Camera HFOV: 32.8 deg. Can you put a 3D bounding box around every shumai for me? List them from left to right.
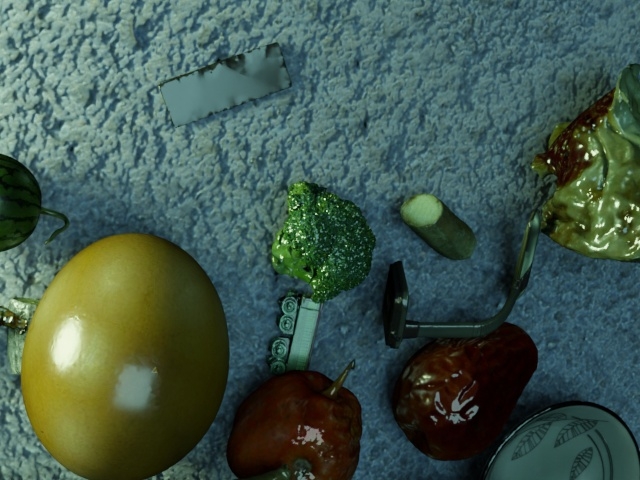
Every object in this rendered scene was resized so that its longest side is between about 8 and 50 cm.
[{"bbox_3d":[0.490,-0.123,1.694,0.292,0.330,0.288,8,105,-5],"label":"shumai"}]

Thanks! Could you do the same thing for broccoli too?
[{"bbox_3d":[0.000,0.000,1.641,0.156,0.195,0.195,-11,103,22],"label":"broccoli"}]

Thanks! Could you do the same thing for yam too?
[{"bbox_3d":[0.190,-0.021,1.742,0.146,0.070,0.069,37,85,-45],"label":"yam"}]

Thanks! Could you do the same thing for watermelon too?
[{"bbox_3d":[-0.442,-0.048,1.505,0.187,0.141,0.140,14,93,-27],"label":"watermelon"}]

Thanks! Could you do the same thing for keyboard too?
[{"bbox_3d":[-0.142,-0.236,1.641,0.197,0.015,0.074,-22,107,-14],"label":"keyboard"}]

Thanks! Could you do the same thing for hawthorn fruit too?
[{"bbox_3d":[-0.017,0.274,1.632,0.208,0.207,0.243,26,109,-19],"label":"hawthorn fruit"}]

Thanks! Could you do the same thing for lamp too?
[{"bbox_3d":[0.232,0.058,1.706,0.284,0.124,0.203,-8,128,-16],"label":"lamp"}]

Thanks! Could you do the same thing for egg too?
[{"bbox_3d":[-0.267,0.160,1.504,0.283,0.282,0.351,10,65,-19],"label":"egg"}]

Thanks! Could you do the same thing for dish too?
[{"bbox_3d":[0.385,0.408,1.845,0.317,0.106,0.316,-3,101,-17],"label":"dish"}]

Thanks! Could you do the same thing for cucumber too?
[{"bbox_3d":[-0.424,0.140,1.572,0.064,0.064,0.111,3,95,-18],"label":"cucumber"}]

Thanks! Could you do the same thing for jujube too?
[{"bbox_3d":[0.236,0.234,1.750,0.255,0.190,0.190,-36,107,-29],"label":"jujube"}]

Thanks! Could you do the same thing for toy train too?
[{"bbox_3d":[-0.041,0.152,1.709,0.071,0.038,0.147,11,94,-18],"label":"toy train"}]

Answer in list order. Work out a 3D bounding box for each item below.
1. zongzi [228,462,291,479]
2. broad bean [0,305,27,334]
[{"bbox_3d":[-0.364,0.369,1.510,0.500,0.218,0.467,35,95,-20],"label":"zongzi"},{"bbox_3d":[-0.541,0.203,1.539,0.144,0.049,0.291,30,96,-3],"label":"broad bean"}]
